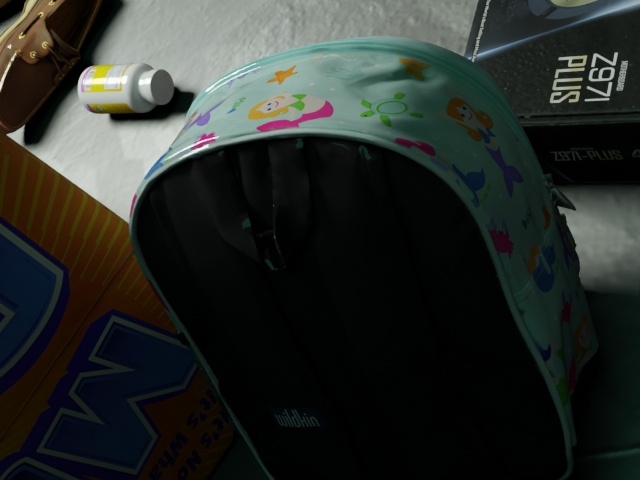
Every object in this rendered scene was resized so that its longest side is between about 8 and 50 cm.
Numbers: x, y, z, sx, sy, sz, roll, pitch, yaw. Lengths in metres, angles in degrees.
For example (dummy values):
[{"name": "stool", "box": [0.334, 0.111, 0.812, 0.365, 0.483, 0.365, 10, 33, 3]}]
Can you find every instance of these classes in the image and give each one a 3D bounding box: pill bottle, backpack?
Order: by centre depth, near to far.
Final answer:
[{"name": "backpack", "box": [0.027, 0.011, 0.617, 0.225, 0.253, 0.191, -9, 39, 30]}, {"name": "pill bottle", "box": [-0.169, -0.133, 0.965, 0.083, 0.043, 0.043, 4, 66, 34]}]

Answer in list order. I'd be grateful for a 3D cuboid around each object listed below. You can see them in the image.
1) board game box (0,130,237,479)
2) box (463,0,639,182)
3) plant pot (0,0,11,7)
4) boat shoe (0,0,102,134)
[{"name": "board game box", "box": [-0.317, 0.078, 0.728, 0.356, 0.356, 0.356, 29, 81, 40]}, {"name": "box", "box": [0.179, -0.132, 0.715, 0.147, 0.077, 0.180, 3, 65, 33]}, {"name": "plant pot", "box": [-0.359, -0.329, 1.214, 0.236, 0.032, 0.236, -17, 55, 25]}, {"name": "boat shoe", "box": [-0.262, -0.180, 1.040, 0.060, 0.064, 0.178, 8, 65, 38]}]
